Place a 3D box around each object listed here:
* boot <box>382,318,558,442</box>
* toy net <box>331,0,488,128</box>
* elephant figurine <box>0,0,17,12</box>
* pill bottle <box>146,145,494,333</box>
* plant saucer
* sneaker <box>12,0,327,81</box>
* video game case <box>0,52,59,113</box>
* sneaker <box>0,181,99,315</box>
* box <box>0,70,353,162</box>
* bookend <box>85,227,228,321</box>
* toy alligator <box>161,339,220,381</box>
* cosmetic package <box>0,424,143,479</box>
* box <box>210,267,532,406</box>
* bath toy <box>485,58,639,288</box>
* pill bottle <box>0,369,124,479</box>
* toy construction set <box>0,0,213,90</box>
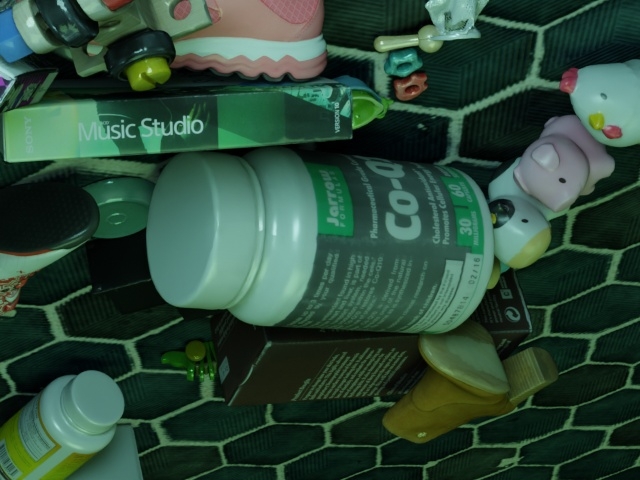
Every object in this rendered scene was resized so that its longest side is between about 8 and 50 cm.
[{"bbox_3d":[0.155,0.196,2.075,0.211,0.104,0.295,-32,151,30],"label":"boot"},{"bbox_3d":[0.103,-0.185,1.695,0.232,0.045,0.122,-33,146,32],"label":"toy net"},{"bbox_3d":[-0.373,-0.169,1.424,0.169,0.186,0.239,41,115,-18],"label":"elephant figurine"},{"bbox_3d":[0.000,0.000,1.821,0.361,0.204,0.204,4,147,-32],"label":"pill bottle"},{"bbox_3d":[-0.236,-0.033,1.848,0.119,0.021,0.119,-11,152,-6],"label":"plant saucer"},{"bbox_3d":[-0.133,-0.224,1.457,0.314,0.116,0.136,-1,108,-31],"label":"sneaker"},{"bbox_3d":[-0.327,-0.180,1.258,0.042,0.232,0.210,-57,-175,7],"label":"video game case"},{"bbox_3d":[-0.353,0.017,1.817,0.270,0.090,0.145,-16,154,12],"label":"sneaker"},{"bbox_3d":[-0.155,-0.125,1.537,0.322,0.058,0.232,-6,-168,-16],"label":"box"},{"bbox_3d":[-0.186,0.045,1.961,0.156,0.072,0.157,-15,153,4],"label":"bookend"},{"bbox_3d":[-0.126,0.165,2.232,0.190,0.051,0.056,-10,153,-8],"label":"toy alligator"},{"bbox_3d":[-0.510,0.401,2.380,0.453,0.161,0.230,-1,150,-25],"label":"cosmetic package"},{"bbox_3d":[0.064,0.115,2.140,0.381,0.143,0.191,-3,151,-24],"label":"box"},{"bbox_3d":[0.264,-0.082,1.864,0.129,0.151,0.348,14,139,-24],"label":"bath toy"},{"bbox_3d":[-0.364,0.264,2.238,0.117,0.117,0.215,10,144,-38],"label":"pill bottle"},{"bbox_3d":[-0.163,-0.265,1.277,0.309,0.257,0.237,-47,157,6],"label":"toy construction set"}]
